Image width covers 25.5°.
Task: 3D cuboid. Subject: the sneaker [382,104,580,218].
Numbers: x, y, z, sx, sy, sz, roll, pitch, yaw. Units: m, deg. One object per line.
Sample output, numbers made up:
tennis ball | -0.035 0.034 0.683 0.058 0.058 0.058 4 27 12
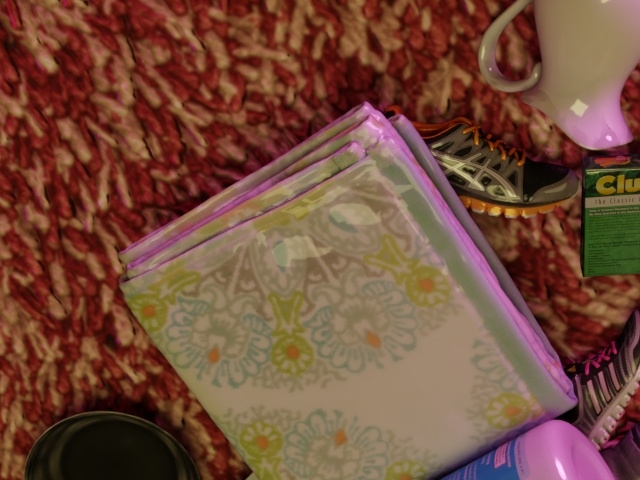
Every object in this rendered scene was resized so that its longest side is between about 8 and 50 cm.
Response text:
sneaker | 0.147 -0.076 1.370 0.215 0.084 0.083 8 108 1

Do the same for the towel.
towel | 0.026 0.087 1.373 0.320 0.090 0.374 -29 109 18

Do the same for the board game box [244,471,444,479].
board game box | 0.057 0.398 1.530 0.390 0.050 0.390 47 110 7

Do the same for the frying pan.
frying pan | -0.237 0.323 1.588 0.197 0.053 0.326 10 116 -1

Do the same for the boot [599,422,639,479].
boot | 0.342 0.380 1.537 0.222 0.118 0.338 -26 109 13

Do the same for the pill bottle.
pill bottle | 0.156 0.293 1.371 0.264 0.146 0.146 -32 108 22

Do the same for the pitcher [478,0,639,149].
pitcher | 0.227 -0.209 1.274 0.178 0.125 0.207 29 123 33

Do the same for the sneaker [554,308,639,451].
sneaker | 0.288 0.140 1.464 0.075 0.063 0.170 25 108 2

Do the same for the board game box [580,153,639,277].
board game box | 0.387 -0.029 1.387 0.259 0.030 0.136 -3 130 5
